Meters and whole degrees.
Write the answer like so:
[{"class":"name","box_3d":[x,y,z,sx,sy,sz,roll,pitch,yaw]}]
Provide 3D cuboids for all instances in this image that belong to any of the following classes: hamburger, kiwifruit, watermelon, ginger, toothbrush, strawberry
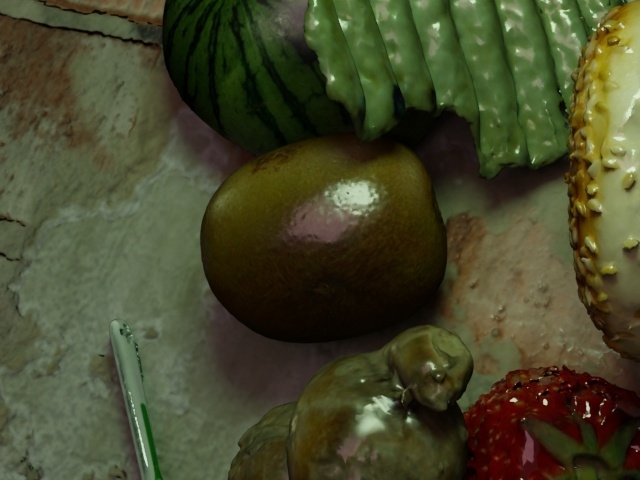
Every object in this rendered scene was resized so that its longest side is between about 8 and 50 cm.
[{"class":"hamburger","box_3d":[0.338,-0.050,1.497,0.250,0.330,0.330,-3,74,15]},{"class":"kiwifruit","box_3d":[0.000,0.000,1.677,0.234,0.196,0.196,-8,72,13]},{"class":"watermelon","box_3d":[-0.016,-0.232,1.761,0.331,0.189,0.330,-3,80,19]},{"class":"ginger","box_3d":[0.021,0.212,1.544,0.176,0.375,0.256,30,44,-8]},{"class":"toothbrush","box_3d":[-0.146,0.255,1.718,0.040,0.042,0.418,-27,61,20]},{"class":"strawberry","box_3d":[0.194,0.195,1.572,0.201,0.184,0.187,28,91,54]}]

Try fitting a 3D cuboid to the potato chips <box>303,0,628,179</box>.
[{"class":"potato chips","box_3d":[0.122,-0.261,1.666,0.097,0.373,0.389,-27,60,52]}]
